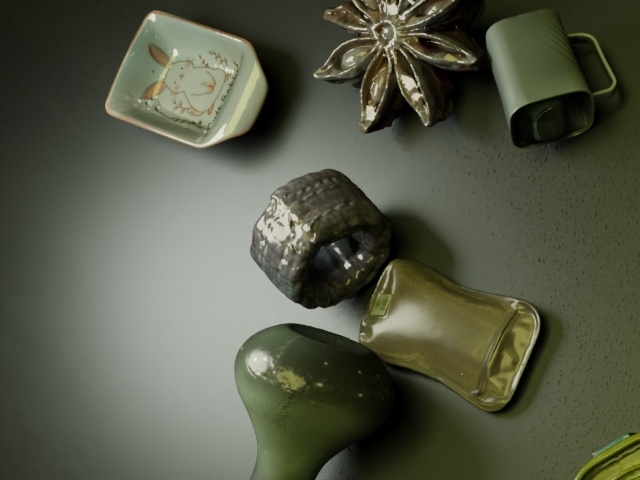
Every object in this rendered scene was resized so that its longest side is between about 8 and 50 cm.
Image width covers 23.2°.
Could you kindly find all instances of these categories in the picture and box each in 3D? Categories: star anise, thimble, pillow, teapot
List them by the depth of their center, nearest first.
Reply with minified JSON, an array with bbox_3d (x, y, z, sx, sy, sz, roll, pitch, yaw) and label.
[{"bbox_3d":[-0.030,0.225,1.735,0.183,0.183,0.250,23,98,35],"label":"teapot"},{"bbox_3d":[0.140,0.103,1.746,0.217,0.033,0.130,20,88,35],"label":"pillow"},{"bbox_3d":[0.002,0.000,1.800,0.150,0.150,0.098,-49,53,8],"label":"thimble"},{"bbox_3d":[0.105,-0.246,1.848,0.236,0.109,0.223,50,127,25],"label":"star anise"}]

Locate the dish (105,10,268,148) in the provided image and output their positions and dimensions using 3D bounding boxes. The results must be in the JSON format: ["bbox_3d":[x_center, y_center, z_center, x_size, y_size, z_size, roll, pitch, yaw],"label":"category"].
[{"bbox_3d":[-0.158,-0.196,2.017,0.234,0.064,0.154,23,86,36],"label":"dish"}]

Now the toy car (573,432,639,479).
[{"bbox_3d":[0.351,0.300,1.480,0.200,0.142,0.247,-31,70,20],"label":"toy car"}]

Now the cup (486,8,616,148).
[{"bbox_3d":[0.258,-0.183,1.737,0.128,0.095,0.129,-16,62,3],"label":"cup"}]
